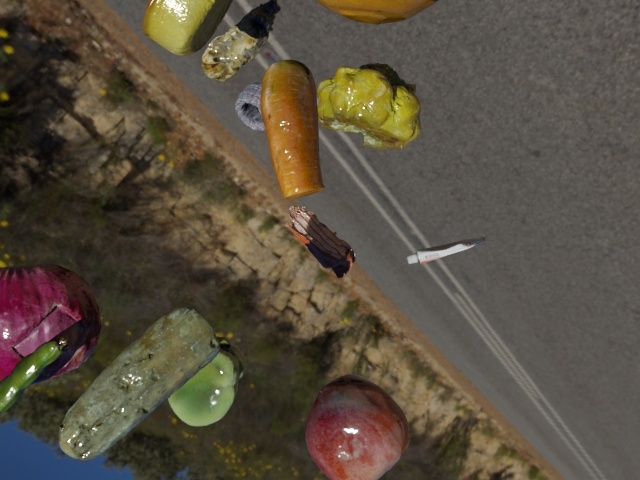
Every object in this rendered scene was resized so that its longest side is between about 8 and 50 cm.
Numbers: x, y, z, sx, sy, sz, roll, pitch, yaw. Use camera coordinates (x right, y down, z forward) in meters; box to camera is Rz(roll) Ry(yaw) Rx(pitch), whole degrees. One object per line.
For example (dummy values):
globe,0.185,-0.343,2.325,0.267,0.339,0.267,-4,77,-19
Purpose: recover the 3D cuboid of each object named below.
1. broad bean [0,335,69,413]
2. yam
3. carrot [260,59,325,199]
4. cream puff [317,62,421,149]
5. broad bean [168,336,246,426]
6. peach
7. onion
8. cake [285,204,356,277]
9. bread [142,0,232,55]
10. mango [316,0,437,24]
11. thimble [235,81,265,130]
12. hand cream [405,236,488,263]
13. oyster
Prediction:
broad bean,-0.550,0.250,1.107,0.043,0.297,0.060,32,-154,-38
yam,-0.336,0.266,1.103,0.133,0.330,0.133,41,164,15
carrot,-0.041,-0.157,0.852,0.087,0.194,0.087,-5,174,-1
cream puff,0.125,-0.344,1.482,0.281,0.185,0.282,18,177,1
broad bean,-0.267,0.323,1.374,0.169,0.228,0.100,25,-174,19
peach,0.046,0.263,0.866,0.152,0.152,0.152,36,167,9
onion,-0.571,0.178,1.184,0.247,0.250,0.111,-4,-171,-11
cake,0.004,-0.005,1.921,0.287,0.098,0.135,45,158,-8
bread,-0.309,-0.564,1.411,0.148,0.270,0.270,34,168,-7
mango,0.059,-0.437,0.912,0.287,0.201,0.153,11,-141,-20
thimble,-0.211,-0.456,2.040,0.150,0.098,0.150,22,147,15
hand cream,0.334,0.023,1.589,0.052,0.216,0.038,-94,-13,-54
oyster,-0.238,-0.594,1.789,0.128,0.079,0.345,30,133,-33
